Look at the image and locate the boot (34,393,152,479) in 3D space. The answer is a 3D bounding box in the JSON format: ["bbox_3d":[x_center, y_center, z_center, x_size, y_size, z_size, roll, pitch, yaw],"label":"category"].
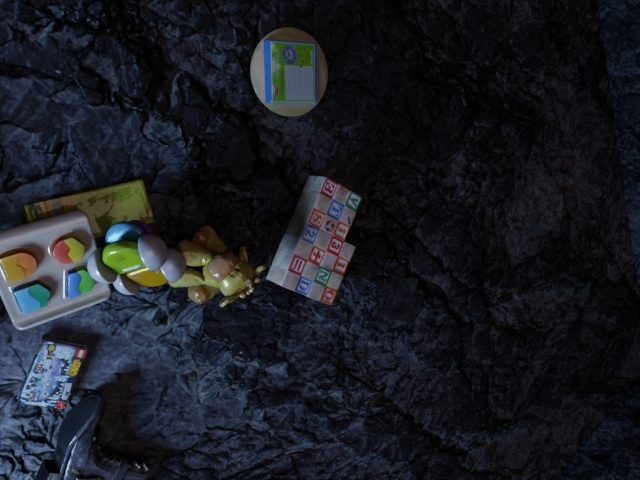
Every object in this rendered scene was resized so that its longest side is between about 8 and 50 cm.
[{"bbox_3d":[-0.477,0.483,1.143,0.229,0.091,0.263,33,85,-38],"label":"boot"}]

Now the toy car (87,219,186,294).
[{"bbox_3d":[-0.382,0.025,1.076,0.182,0.159,0.136,55,21,-63],"label":"toy car"}]

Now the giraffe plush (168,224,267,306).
[{"bbox_3d":[-0.221,0.076,1.169,0.210,0.170,0.181,23,86,-34],"label":"giraffe plush"}]

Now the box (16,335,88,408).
[{"bbox_3d":[-0.560,0.278,1.074,0.094,0.027,0.137,22,86,-35],"label":"box"}]

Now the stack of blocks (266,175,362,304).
[{"bbox_3d":[0.000,0.000,1.348,0.171,0.087,0.297,25,85,-34],"label":"stack of blocks"}]

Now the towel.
[{"bbox_3d":[-0.476,-0.053,1.072,0.237,0.021,0.102,-19,110,-29],"label":"towel"}]

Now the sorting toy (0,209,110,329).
[{"bbox_3d":[-0.538,0.061,1.024,0.193,0.038,0.208,-21,120,-28],"label":"sorting toy"}]

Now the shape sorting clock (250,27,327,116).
[{"bbox_3d":[-0.075,-0.409,1.252,0.206,0.040,0.206,-9,108,-31],"label":"shape sorting clock"}]
